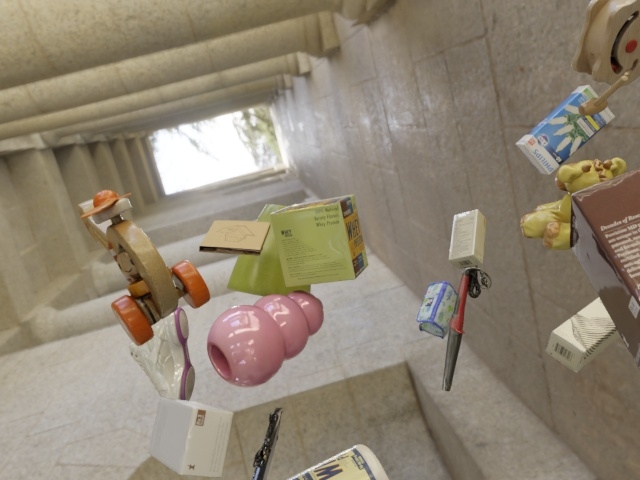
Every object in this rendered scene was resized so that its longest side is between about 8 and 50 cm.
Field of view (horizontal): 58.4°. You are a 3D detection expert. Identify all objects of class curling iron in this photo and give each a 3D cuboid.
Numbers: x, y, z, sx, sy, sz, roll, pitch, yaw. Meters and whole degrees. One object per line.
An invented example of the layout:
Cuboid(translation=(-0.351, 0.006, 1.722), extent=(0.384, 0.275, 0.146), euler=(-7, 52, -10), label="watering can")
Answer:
Cuboid(translation=(0.299, 0.183, 1.203), extent=(0.035, 0.068, 0.274), euler=(162, 125, -79), label="curling iron")

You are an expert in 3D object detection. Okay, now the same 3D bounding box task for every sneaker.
Cuboid(translation=(-0.412, 0.318, 1.491), extent=(0.114, 0.152, 0.305), euler=(-12, -83, -85), label="sneaker")

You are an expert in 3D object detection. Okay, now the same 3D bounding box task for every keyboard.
Cuboid(translation=(-0.141, 0.542, 1.443), extent=(0.317, 0.033, 0.201), euler=(-74, -5, -63), label="keyboard")

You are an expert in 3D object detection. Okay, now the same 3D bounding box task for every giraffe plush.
Cuboid(translation=(0.522, -0.084, 1.153), extent=(0.210, 0.181, 0.170), euler=(20, 126, 49), label="giraffe plush")

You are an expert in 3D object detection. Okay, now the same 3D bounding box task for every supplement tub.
Cuboid(translation=(0.026, 0.735, 1.573), extent=(0.235, 0.325, 0.235), euler=(57, 159, 36), label="supplement tub")

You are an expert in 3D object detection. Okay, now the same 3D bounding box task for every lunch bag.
Cuboid(translation=(0.334, 0.194, 1.623), extent=(0.151, 0.096, 0.129), euler=(67, -136, -66), label="lunch bag")

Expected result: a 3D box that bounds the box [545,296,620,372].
Cuboid(translation=(0.806, 0.270, 1.703), extent=(0.113, 0.275, 0.094), euler=(37, 142, 39), label="box")

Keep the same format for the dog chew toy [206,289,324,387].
Cuboid(translation=(-0.125, 0.236, 1.485), extent=(0.206, 0.332, 0.206), euler=(29, 131, 39), label="dog chew toy")

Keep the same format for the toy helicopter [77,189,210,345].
Cuboid(translation=(-0.347, -0.001, 0.973), extent=(0.355, 0.140, 0.235), euler=(30, 144, 45), label="toy helicopter")

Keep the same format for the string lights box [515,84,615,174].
Cuboid(translation=(0.757, -0.341, 1.780), extent=(0.133, 0.260, 0.077), euler=(46, -173, -8), label="string lights box")

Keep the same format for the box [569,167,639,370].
Cuboid(translation=(0.554, 0.090, 0.931), extent=(0.191, 0.143, 0.381), euler=(56, -163, -53), label="box")

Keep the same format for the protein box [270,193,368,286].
Cuboid(translation=(0.000, 0.000, 1.518), extent=(0.136, 0.200, 0.201), euler=(-35, -65, -67), label="protein box")

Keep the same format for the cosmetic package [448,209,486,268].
Cuboid(translation=(0.306, -0.003, 1.189), extent=(0.041, 0.060, 0.115), euler=(38, -126, -34), label="cosmetic package")

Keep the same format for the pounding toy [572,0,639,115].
Cuboid(translation=(0.670, -0.407, 1.257), extent=(0.155, 0.154, 0.269), euler=(-124, 25, -46), label="pounding toy")

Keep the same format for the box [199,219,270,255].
Cuboid(translation=(-0.233, -0.011, 1.584), extent=(0.201, 0.164, 0.021), euler=(-83, -4, -67), label="box")

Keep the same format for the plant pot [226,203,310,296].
Cuboid(translation=(-0.142, 0.039, 1.869), extent=(0.275, 0.275, 0.293), euler=(134, 147, -85), label="plant pot")

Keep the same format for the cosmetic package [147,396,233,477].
Cuboid(translation=(-0.252, 0.369, 1.090), extent=(0.231, 0.085, 0.117), euler=(-14, 63, 58), label="cosmetic package")
